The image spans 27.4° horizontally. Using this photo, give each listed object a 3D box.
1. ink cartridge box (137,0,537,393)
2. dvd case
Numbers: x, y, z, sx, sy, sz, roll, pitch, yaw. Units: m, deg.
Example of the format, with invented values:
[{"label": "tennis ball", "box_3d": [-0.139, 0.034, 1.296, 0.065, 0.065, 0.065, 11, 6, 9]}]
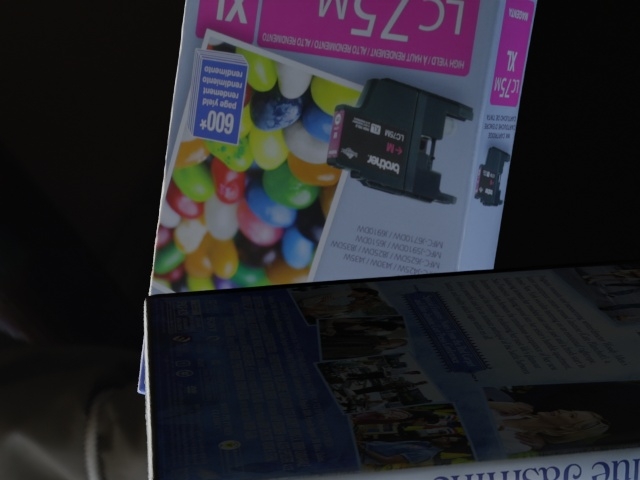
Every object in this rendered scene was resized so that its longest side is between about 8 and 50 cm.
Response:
[{"label": "ink cartridge box", "box_3d": [0.000, 0.000, 0.713, 0.186, 0.065, 0.311, 13, -78, 27]}, {"label": "dvd case", "box_3d": [0.062, 0.049, 0.489, 0.253, 0.022, 0.180, -4, -163, -7]}]
